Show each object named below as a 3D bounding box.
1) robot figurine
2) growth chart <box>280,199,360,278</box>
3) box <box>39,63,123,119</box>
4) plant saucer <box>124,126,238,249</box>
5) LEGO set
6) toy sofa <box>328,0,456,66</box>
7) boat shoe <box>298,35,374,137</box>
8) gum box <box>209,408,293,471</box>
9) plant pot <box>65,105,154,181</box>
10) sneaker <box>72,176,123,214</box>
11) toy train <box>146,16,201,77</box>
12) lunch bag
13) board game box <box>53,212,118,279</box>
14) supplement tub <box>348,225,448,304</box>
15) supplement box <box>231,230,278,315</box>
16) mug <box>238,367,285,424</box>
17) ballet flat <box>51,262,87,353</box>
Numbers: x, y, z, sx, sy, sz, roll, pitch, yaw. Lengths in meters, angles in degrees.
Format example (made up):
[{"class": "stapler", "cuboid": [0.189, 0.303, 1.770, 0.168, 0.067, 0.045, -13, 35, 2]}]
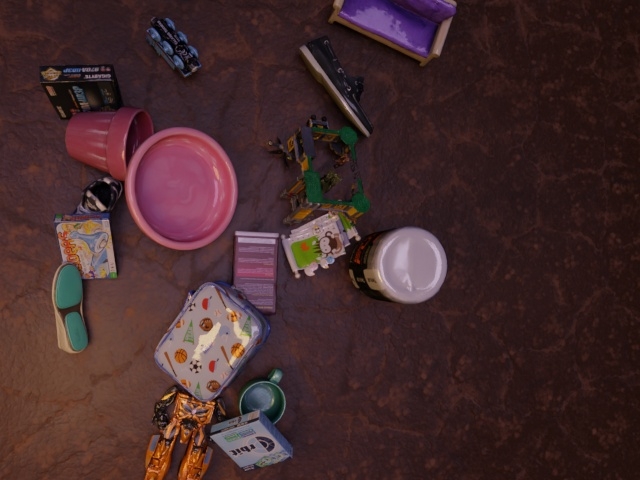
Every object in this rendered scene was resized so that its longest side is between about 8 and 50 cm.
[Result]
[{"class": "robot figurine", "cuboid": [-0.377, 0.551, 1.594, 0.211, 0.085, 0.291, 18, 83, -12]}, {"class": "growth chart", "cuboid": [0.000, 0.000, 1.703, 0.237, 0.021, 0.172, -30, 66, -5]}, {"class": "box", "cuboid": [-0.625, -0.391, 1.523, 0.175, 0.220, 0.051, -5, 78, -14]}, {"class": "plant saucer", "cuboid": [-0.385, -0.141, 1.578, 0.332, 0.084, 0.332, -2, 92, -42]}, {"class": "LEGO set", "cuboid": [-0.008, -0.179, 1.699, 0.255, 0.192, 0.331, -7, 74, -32]}, {"class": "toy sofa", "cuboid": [0.220, -0.694, 1.757, 0.362, 0.177, 0.150, 21, 82, -12]}, {"class": "boat shoe", "cuboid": [0.076, -0.472, 1.737, 0.113, 0.127, 0.340, -37, 86, -1]}, {"class": "gum box", "cuboid": [-0.188, 0.557, 1.588, 0.157, 0.041, 0.184, -23, 120, 16]}, {"class": "plant pot", "cuboid": [-0.573, -0.269, 1.553, 0.180, 0.201, 0.201, 10, 84, 3]}, {"class": "sneaker", "cuboid": [-0.620, -0.075, 1.541, 0.094, 0.153, 0.235, 39, 79, -6]}, {"class": "toy train", "cuboid": [-0.419, -0.548, 1.639, 0.080, 0.105, 0.184, -43, 96, -20]}, {"class": "lunch bag", "cuboid": [-0.296, 0.264, 1.569, 0.243, 0.115, 0.303, 38, 96, 11]}, {"class": "board game box", "cuboid": [-0.623, 0.018, 1.534, 0.136, 0.035, 0.201, -3, 128, -12]}, {"class": "supplement tub", "cuboid": [0.202, 0.072, 1.624, 0.207, 0.338, 0.207, 1, 86, -13]}, {"class": "supplement box", "cuboid": [-0.192, 0.096, 1.669, 0.130, 0.073, 0.239, 4, 86, -12]}, {"class": "mug", "cuboid": [-0.159, 0.453, 1.643, 0.158, 0.097, 0.129, -27, 92, -14]}, {"class": "ballet flat", "cuboid": [-0.686, 0.182, 1.545, 0.086, 0.086, 0.248, -5, 95, -13]}]
